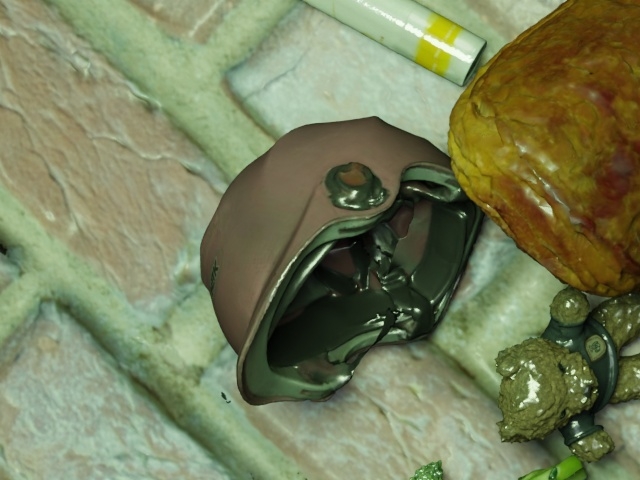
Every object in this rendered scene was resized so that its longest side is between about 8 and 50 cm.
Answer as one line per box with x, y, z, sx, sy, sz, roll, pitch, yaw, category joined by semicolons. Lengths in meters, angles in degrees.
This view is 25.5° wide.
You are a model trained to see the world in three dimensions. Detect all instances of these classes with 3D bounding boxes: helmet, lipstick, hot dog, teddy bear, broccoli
0.000;0.000;1.391;0.197;0.338;0.271;45;141;29;helmet
0.048;-0.248;1.494;0.264;0.059;0.059;29;95;8;lipstick
0.288;-0.111;1.345;0.387;0.174;0.267;-39;87;-29;hot dog
0.270;0.130;1.426;0.251;0.129;0.182;-16;90;-30;teddy bear
0.178;0.274;1.467;0.204;0.118;0.122;-18;77;-7;broccoli
